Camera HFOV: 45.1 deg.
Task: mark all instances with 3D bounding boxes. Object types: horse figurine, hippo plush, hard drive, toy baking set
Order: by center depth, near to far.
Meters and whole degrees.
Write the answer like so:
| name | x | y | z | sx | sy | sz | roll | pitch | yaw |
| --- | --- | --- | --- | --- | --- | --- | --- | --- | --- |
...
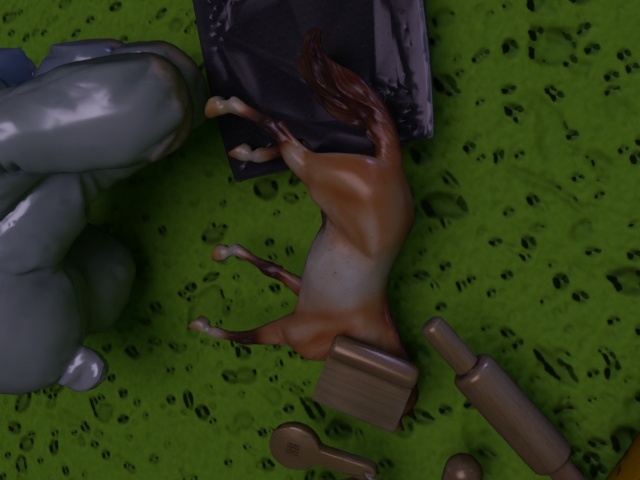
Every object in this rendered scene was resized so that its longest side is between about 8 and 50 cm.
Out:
| name | x | y | z | sx | sy | sz | roll | pitch | yaw |
| --- | --- | --- | --- | --- | --- | --- | --- | --- | --- |
| horse figurine | 0.000 | 0.000 | 0.519 | 0.175 | 0.066 | 0.263 | 20 | 116 | 21 |
| toy baking set | 0.079 | 0.171 | 0.526 | 0.256 | 0.030 | 0.197 | 44 | 115 | -4 |
| hippo plush | -0.191 | -0.007 | 0.549 | 0.234 | 0.294 | 0.236 | -1 | 112 | 10 |
| hard drive | -0.008 | -0.181 | 0.556 | 0.172 | 0.054 | 0.254 | -10 | 89 | 24 |

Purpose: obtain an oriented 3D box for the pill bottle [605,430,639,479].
| name | x | y | z | sx | sy | sz | roll | pitch | yaw |
| --- | --- | --- | --- | --- | --- | --- | --- | --- | --- |
| pill bottle | 0.233 | 0.153 | 0.423 | 0.136 | 0.136 | 0.245 | 33 | 105 | 19 |
